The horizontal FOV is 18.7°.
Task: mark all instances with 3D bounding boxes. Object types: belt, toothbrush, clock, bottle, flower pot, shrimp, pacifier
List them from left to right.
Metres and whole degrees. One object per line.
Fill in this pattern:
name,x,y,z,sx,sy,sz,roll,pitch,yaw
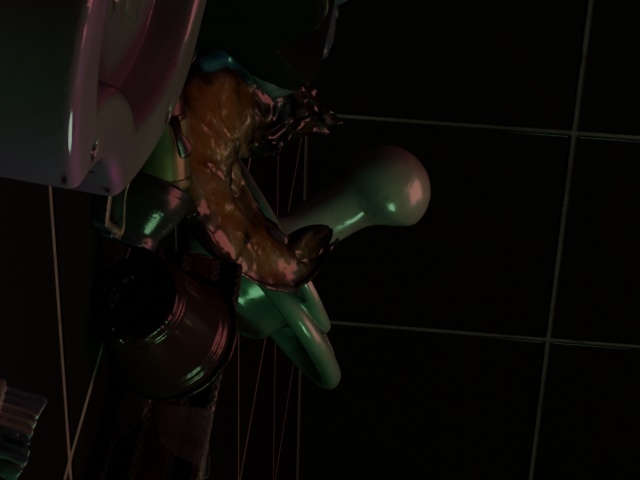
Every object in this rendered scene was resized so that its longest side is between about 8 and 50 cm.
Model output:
toothbrush,-0.205,0.240,1.004,0.040,0.040,0.386,90,9,-55
clock,-0.115,-0.184,0.948,0.338,0.102,0.338,13,90,-86
flower pot,-0.129,0.061,1.509,0.089,0.111,0.111,54,39,-64
belt,-0.131,0.157,1.592,0.126,0.094,0.359,97,2,-50
bottle,-0.131,-0.092,1.641,0.047,0.063,0.101,-28,124,-52
shrimp,-0.049,-0.064,1.844,0.233,0.071,0.365,65,25,2
pacifier,0.000,0.000,2.054,0.288,0.269,0.343,60,-3,13

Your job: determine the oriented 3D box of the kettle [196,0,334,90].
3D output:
kettle,-0.063,-0.293,1.380,0.262,0.203,0.308,107,-9,-71

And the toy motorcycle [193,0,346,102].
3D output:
toy motorcycle,-0.046,-0.257,1.713,0.319,0.182,0.241,-67,161,-75

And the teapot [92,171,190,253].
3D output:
teapot,-0.143,-0.024,1.485,0.088,0.066,0.057,32,73,-57
